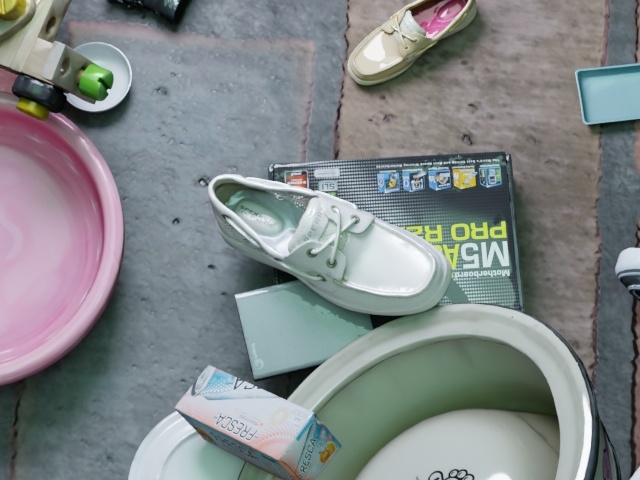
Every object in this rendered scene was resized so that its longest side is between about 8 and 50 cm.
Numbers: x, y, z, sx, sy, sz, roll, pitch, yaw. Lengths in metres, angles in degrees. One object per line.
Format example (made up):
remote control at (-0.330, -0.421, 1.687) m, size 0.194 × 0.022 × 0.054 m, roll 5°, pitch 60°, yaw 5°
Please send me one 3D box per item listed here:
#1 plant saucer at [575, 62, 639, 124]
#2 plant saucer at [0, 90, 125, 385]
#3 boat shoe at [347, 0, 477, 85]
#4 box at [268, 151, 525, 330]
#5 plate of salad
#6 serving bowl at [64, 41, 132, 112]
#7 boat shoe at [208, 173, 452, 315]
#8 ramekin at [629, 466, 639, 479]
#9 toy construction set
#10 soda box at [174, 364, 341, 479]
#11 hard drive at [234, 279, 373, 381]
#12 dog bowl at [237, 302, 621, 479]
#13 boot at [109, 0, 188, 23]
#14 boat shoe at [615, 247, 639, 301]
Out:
plant saucer at (0.386, -0.170, 1.961) m, size 0.192 × 0.018 × 0.067 m, roll -6°, pitch 75°, yaw -1°
plant saucer at (-0.376, 0.003, 1.885) m, size 0.332 × 0.084 × 0.332 m, roll 0°, pitch 74°, yaw 1°
boat shoe at (0.103, -0.239, 1.960) m, size 0.170 × 0.059 × 0.063 m, roll -36°, pitch 77°, yaw -9°
box at (0.082, 0.019, 1.889) m, size 0.270 × 0.060 × 0.216 m, roll -3°, pitch 74°, yaw 0°
plate of salad at (-0.105, 0.268, 1.829) m, size 0.199 × 0.048 × 0.200 m, roll 3°, pitch 71°, yaw -9°
serving bowl at (-0.254, -0.181, 1.963) m, size 0.083 × 0.027 × 0.083 m, roll 0°, pitch 74°, yaw 1°
boat shoe at (0.000, 0.000, 1.786) m, size 0.277 × 0.096 × 0.098 m, roll 18°, pitch 74°, yaw 24°
ramekin at (0.383, 0.284, 1.710) m, size 0.135 × 0.277 × 0.277 m, roll 38°, pitch 78°, yaw 3°
toy construction set at (-0.303, -0.273, 1.806) m, size 0.237 × 0.309 × 0.257 m, roll 29°, pitch 63°, yaw 20°
soda box at (-0.065, 0.187, 1.744) m, size 0.183 × 0.058 × 0.063 m, roll 18°, pitch 63°, yaw 49°
hard drive at (-0.016, 0.088, 1.828) m, size 0.135 × 0.022 × 0.094 m, roll -13°, pitch 75°, yaw -3°
dog bowl at (0.112, 0.267, 1.681) m, size 0.408 × 0.150 × 0.408 m, roll -24°, pitch 39°, yaw 21°
boot at (-0.189, -0.313, 1.992) m, size 0.099 × 0.045 × 0.121 m, roll 24°, pitch 77°, yaw 10°
boat shoe at (0.444, 0.108, 1.844) m, size 0.301 × 0.108 × 0.102 m, roll 27°, pitch 75°, yaw 0°
